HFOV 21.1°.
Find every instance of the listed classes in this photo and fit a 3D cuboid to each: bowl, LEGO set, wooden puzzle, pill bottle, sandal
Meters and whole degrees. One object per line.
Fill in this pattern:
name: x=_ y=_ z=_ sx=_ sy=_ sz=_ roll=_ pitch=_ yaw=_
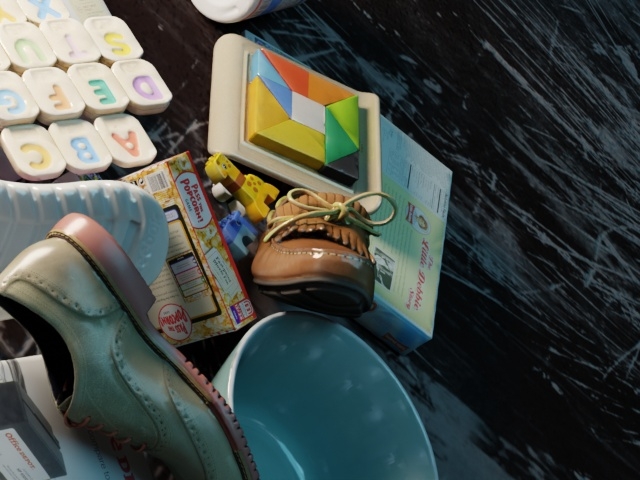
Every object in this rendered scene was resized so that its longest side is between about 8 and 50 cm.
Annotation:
bowl: x=-0.033 y=0.248 z=1.845 sx=0.311 sy=0.163 sz=0.311 roll=29 pitch=44 yaw=-33
LEGO set: x=-0.119 y=-0.041 z=2.030 sx=0.093 sy=0.087 sz=0.227 roll=46 pitch=35 yaw=-16
wooden puzzle: x=-0.026 y=-0.155 z=2.207 sx=0.239 sy=0.044 sz=0.221 roll=19 pitch=45 yaw=-21
pill bottle: x=-0.074 y=-0.367 z=2.302 sx=0.124 sy=0.124 sz=0.221 roll=59 pitch=34 yaw=3
sandal: x=-0.349 y=0.005 z=1.697 sx=0.416 sy=0.102 sz=0.169 roll=6 pitch=92 yaw=-33

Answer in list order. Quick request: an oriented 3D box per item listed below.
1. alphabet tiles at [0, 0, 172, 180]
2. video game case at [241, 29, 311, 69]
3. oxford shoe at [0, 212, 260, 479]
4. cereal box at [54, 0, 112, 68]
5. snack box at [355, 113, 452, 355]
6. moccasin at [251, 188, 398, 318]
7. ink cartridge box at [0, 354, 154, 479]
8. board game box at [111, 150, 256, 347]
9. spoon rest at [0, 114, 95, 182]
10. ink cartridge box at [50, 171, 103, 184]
alphabet tiles: x=-0.303 y=-0.181 z=1.842 sx=0.284 sy=0.021 sz=0.278 roll=-10 pitch=57 yaw=-39
video game case: x=-0.058 y=-0.223 z=2.308 sx=0.122 sy=0.011 sz=0.087 roll=27 pitch=46 yaw=-36
oxford shoe: x=-0.180 y=0.151 z=1.593 sx=0.130 sy=0.123 sz=0.348 roll=-38 pitch=96 yaw=-30
cereal box: x=-0.328 y=-0.276 z=1.990 sx=0.173 sy=0.047 sz=0.240 roll=-23 pitch=82 yaw=-53
snack box: x=0.080 y=-0.023 z=2.277 sx=0.187 sy=0.060 sz=0.322 roll=37 pitch=40 yaw=-24
moccasin: x=0.003 y=0.001 z=1.934 sx=0.139 sy=0.147 sz=0.380 roll=17 pitch=5 yaw=-2
ink cartridge box: x=-0.303 y=0.233 z=1.560 sx=0.307 sy=0.129 sz=0.223 roll=-6 pitch=68 yaw=-52
board game box: x=-0.170 y=0.018 z=1.840 sx=0.045 sy=0.147 sz=0.193 roll=-30 pitch=101 yaw=-55
spoon rest: x=-0.350 y=-0.092 z=1.815 sx=0.276 sy=0.084 sz=0.137 roll=-16 pitch=75 yaw=-40
ink cartridge box: x=-0.249 y=-0.028 z=1.911 sx=0.115 sy=0.029 sz=0.063 roll=55 pitch=36 yaw=-4
